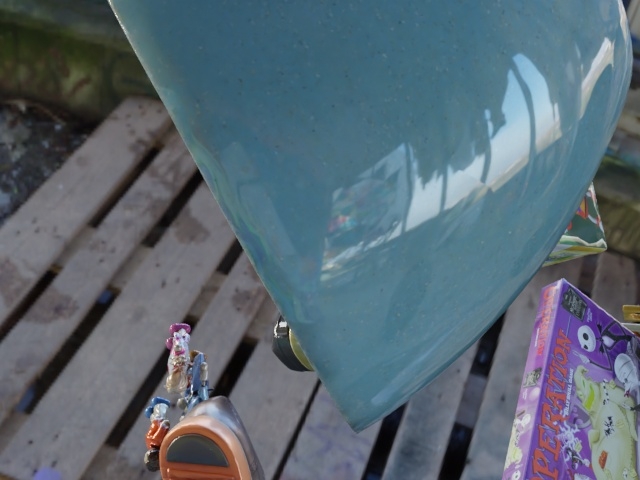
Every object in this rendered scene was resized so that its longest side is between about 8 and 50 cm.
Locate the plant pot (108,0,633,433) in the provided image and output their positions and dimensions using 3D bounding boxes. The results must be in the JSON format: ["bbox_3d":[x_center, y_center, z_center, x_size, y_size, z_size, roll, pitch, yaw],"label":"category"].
[{"bbox_3d":[0.031,-0.082,0.482,0.195,0.290,0.290,-29,50,-2],"label":"plant pot"}]

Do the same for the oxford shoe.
[{"bbox_3d":[-0.096,0.369,1.226,0.129,0.364,0.133,-6,14,14],"label":"oxford shoe"}]

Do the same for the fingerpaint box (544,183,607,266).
[{"bbox_3d":[0.209,-0.014,1.734,0.371,0.444,0.163,4,72,-47],"label":"fingerpaint box"}]

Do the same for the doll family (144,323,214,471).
[{"bbox_3d":[-0.208,0.270,1.579,0.118,0.263,0.163,9,32,-15],"label":"doll family"}]

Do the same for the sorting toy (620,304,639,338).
[{"bbox_3d":[0.636,0.205,1.911,0.196,0.347,0.047,-4,65,32],"label":"sorting toy"}]

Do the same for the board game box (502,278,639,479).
[{"bbox_3d":[0.339,0.242,1.254,0.208,0.056,0.347,33,53,-15],"label":"board game box"}]

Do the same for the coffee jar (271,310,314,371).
[{"bbox_3d":[0.039,0.086,1.041,0.184,0.079,0.096,-10,44,32],"label":"coffee jar"}]
